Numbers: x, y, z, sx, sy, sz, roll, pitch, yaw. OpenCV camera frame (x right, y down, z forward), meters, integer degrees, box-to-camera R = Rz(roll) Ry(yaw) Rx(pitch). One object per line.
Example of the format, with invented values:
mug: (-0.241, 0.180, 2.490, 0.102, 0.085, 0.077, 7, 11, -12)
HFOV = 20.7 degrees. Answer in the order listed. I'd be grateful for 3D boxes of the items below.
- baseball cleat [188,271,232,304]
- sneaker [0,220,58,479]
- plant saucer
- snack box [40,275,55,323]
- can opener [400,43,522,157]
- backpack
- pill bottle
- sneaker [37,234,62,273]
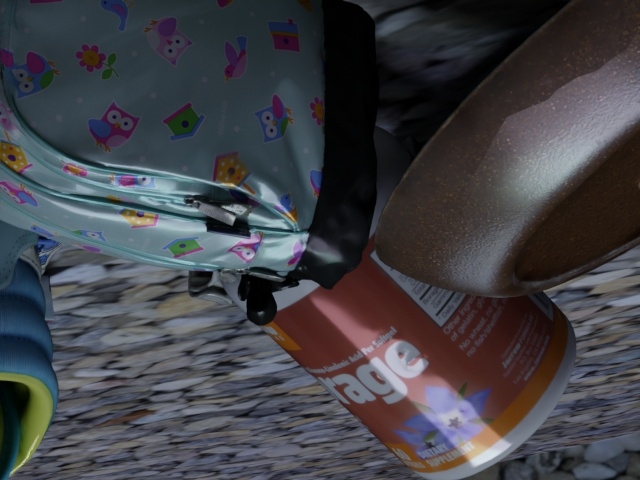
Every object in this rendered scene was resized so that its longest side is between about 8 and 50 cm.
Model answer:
baseball cleat: (-0.032, 0.025, 1.234, 0.109, 0.072, 0.206, 2, 163, 12)
sneaker: (-0.240, 0.052, 0.893, 0.127, 0.208, 0.319, 0, 164, -35)
plant saucer: (0.164, -0.064, 0.766, 0.310, 0.050, 0.310, -31, 164, -10)
snack box: (-0.271, 0.050, 1.211, 0.141, 0.037, 0.100, 5, 162, -43)
can opener: (0.119, -0.048, 0.949, 0.076, 0.095, 0.283, -3, 167, -24)
backpack: (-0.068, -0.058, 0.745, 0.182, 0.152, 0.115, 9, 153, -19)
pill bottle: (0.025, 0.018, 0.922, 0.216, 0.121, 0.121, 44, 139, -20)
sneaker: (-0.181, 0.006, 1.006, 0.080, 0.081, 0.211, 1, 161, -28)
